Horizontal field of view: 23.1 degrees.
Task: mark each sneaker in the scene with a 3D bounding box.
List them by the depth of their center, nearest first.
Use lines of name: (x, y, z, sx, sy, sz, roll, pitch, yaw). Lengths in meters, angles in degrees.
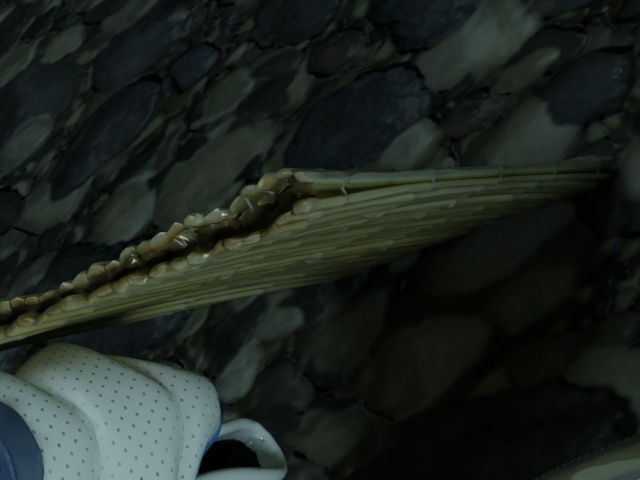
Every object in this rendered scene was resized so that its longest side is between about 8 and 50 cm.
sneaker: (-0.112, 0.154, 0.556, 0.236, 0.323, 0.130, -24, 61, -18)

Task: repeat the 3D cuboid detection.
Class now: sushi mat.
sushi mat: (0.000, 0.000, 0.574, 0.151, 0.316, 0.019, -19, 85, 25)

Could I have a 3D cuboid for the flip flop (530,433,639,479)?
flip flop: (0.158, 0.077, 0.470, 0.277, 0.112, 0.080, -27, 64, 16)
